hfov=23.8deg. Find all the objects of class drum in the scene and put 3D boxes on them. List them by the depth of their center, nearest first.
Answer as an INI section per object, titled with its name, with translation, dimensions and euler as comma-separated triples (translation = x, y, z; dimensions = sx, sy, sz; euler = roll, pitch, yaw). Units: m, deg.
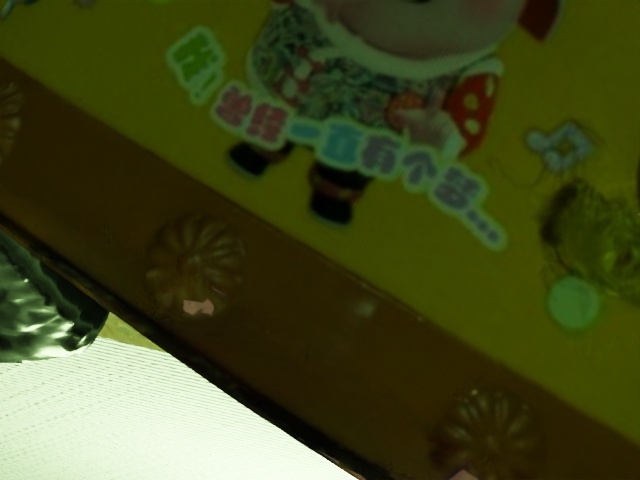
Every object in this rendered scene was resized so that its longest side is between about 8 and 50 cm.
[drum]
translation = 0.073, -0.027, 0.563
dimensions = 0.431, 0.214, 0.431
euler = 32, -179, -1

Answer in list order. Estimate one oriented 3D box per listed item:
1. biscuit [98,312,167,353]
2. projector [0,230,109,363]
[biscuit]
translation = -0.221, 0.007, 1.273
dimensions = 0.217, 0.044, 0.325
euler = 14, 157, 12
[projector]
translation = -0.334, -0.102, 0.814
dimensions = 0.405, 0.242, 0.395
euler = 2, 151, 13
